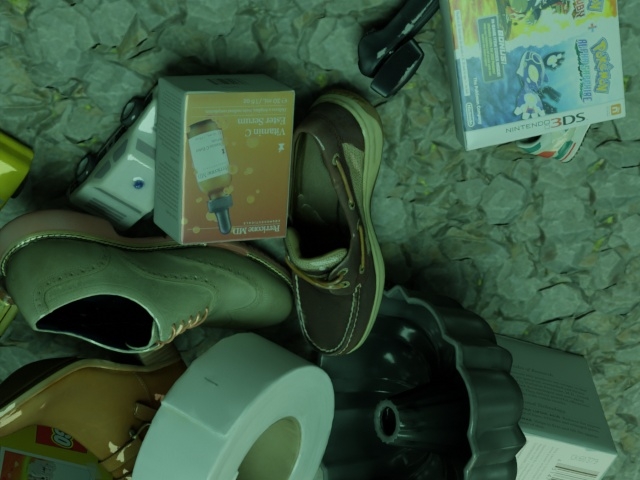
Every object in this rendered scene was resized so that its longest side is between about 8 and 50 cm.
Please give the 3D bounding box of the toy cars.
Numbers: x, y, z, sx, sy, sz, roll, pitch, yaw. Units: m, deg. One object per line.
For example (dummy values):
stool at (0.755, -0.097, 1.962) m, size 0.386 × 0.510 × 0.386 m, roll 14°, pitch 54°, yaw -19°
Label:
toy cars at (-0.308, -0.058, 1.856) m, size 0.393 × 0.087 × 0.176 m, roll -11°, pitch 127°, yaw 2°

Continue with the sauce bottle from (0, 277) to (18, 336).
sauce bottle at (-0.403, 0.101, 1.992) m, size 0.042 × 0.042 × 0.128 m, roll 27°, pitch 119°, yaw -23°

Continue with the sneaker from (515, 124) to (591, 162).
sneaker at (0.274, -0.160, 1.859) m, size 0.075 × 0.057 × 0.161 m, roll 7°, pitch 128°, yaw -17°

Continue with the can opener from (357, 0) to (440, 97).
can opener at (0.106, -0.245, 1.785) m, size 0.073 × 0.059 × 0.186 m, roll 38°, pitch 107°, yaw 1°

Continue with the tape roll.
tape roll at (-0.102, 0.255, 1.946) m, size 0.100 × 0.286 × 0.286 m, roll 26°, pitch 131°, yaw 26°

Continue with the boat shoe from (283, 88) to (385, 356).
boat shoe at (0.000, 0.000, 1.880) m, size 0.123 × 0.123 × 0.342 m, roll 20°, pitch 125°, yaw 22°

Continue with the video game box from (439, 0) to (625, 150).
video game box at (0.229, -0.212, 1.761) m, size 0.187 × 0.048 × 0.205 m, roll -14°, pitch 116°, yaw -7°

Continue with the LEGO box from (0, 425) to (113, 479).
LEGO box at (-0.404, 0.407, 1.934) m, size 0.372 × 0.500 × 0.193 m, roll 14°, pitch 124°, yaw -15°

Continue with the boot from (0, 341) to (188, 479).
boot at (-0.265, 0.231, 1.961) m, size 0.109 × 0.283 × 0.220 m, roll -8°, pitch 107°, yaw 46°

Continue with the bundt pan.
bundt pan at (0.127, 0.216, 1.980) m, size 0.124 × 0.331 × 0.331 m, roll 0°, pitch 130°, yaw -35°

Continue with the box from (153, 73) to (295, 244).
box at (-0.107, -0.091, 1.801) m, size 0.130 × 0.091 × 0.170 m, roll -5°, pitch 108°, yaw -24°

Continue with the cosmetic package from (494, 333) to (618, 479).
cosmetic package at (0.261, 0.243, 2.075) m, size 0.151 × 0.184 × 0.151 m, roll 15°, pitch 123°, yaw -18°

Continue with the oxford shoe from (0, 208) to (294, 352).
oxford shoe at (-0.189, 0.076, 1.887) m, size 0.397 × 0.146 × 0.140 m, roll 8°, pitch 136°, yaw -35°
